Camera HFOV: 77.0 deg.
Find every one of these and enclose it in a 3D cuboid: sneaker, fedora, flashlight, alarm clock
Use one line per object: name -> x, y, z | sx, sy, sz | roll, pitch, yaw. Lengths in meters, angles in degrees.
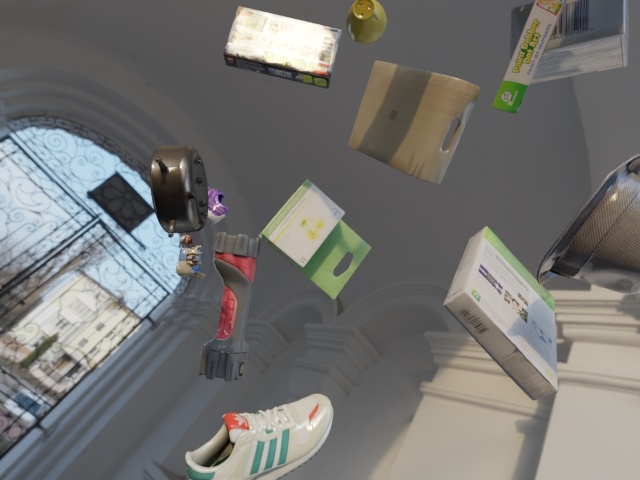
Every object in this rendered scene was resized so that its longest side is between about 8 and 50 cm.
sneaker -> -0.060, 0.201, 0.413 | 0.057, 0.161, 0.075 | 30, -35, 59
sneaker -> -0.285, -0.112, 1.022 | 0.170, 0.071, 0.068 | 52, -15, 24
fedora -> 0.460, -0.001, 0.619 | 0.124, 0.276, 0.243 | 39, -72, 28
flashlight -> -0.200, 0.136, 0.861 | 0.103, 0.303, 0.103 | 6, -7, 34
alarm clock -> -0.206, -0.082, 0.618 | 0.192, 0.064, 0.129 | -116, -158, -71

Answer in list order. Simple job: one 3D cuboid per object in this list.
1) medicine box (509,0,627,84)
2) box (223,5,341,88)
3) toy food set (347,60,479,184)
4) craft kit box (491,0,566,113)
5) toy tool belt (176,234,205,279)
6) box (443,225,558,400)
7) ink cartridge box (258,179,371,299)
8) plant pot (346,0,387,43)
medicine box -> 0.723, -0.583, 1.164 | 0.264, 0.289, 0.148 | 2, -85, 38
box -> -0.072, -0.375, 0.782 | 0.207, 0.114, 0.036 | 13, -13, 0
toy food set -> 0.204, -0.291, 0.970 | 0.306, 0.093, 0.219 | 38, -63, 44
craft kit box -> 0.437, -0.394, 0.843 | 0.061, 0.250, 0.246 | 20, -66, 18
toy tool belt -> -0.243, 0.033, 0.775 | 0.051, 0.083, 0.052 | 6, -1, 2
box -> 0.377, 0.123, 0.817 | 0.232, 0.322, 0.058 | 48, -53, 2
ink cartridge box -> 0.000, 0.000, 0.934 | 0.235, 0.171, 0.056 | 41, -18, -9
plant pot -> 0.142, -0.717, 1.285 | 0.134, 0.134, 0.095 | 33, 8, 9
